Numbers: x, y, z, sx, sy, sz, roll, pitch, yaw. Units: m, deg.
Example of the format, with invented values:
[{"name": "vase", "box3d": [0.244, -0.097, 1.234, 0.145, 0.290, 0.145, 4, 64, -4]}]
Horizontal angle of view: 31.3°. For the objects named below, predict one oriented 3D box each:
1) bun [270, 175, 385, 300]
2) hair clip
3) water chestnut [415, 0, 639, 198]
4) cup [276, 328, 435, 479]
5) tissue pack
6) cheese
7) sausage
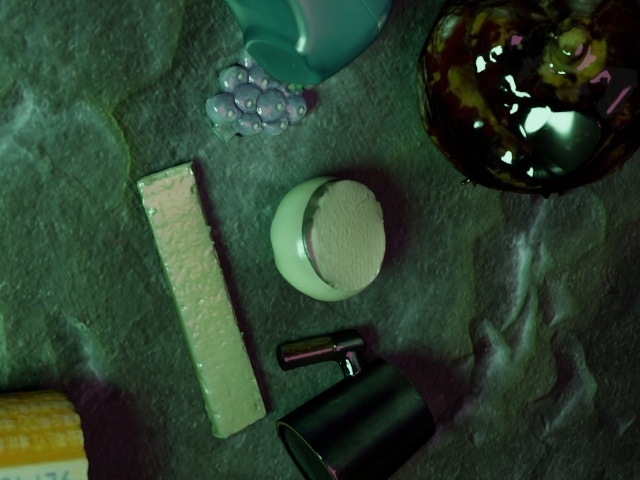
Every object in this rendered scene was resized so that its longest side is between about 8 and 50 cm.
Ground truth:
[{"name": "bun", "box3d": [0.000, 0.000, 1.559, 0.173, 0.120, 0.172, 8, 79, -45]}, {"name": "hair clip", "box3d": [-0.071, -0.203, 1.515, 0.124, 0.052, 0.195, 46, 75, -23]}, {"name": "water chestnut", "box3d": [0.302, -0.213, 1.581, 0.335, 0.347, 0.335, 0, 91, 14]}, {"name": "cup", "box3d": [0.041, 0.246, 1.625, 0.177, 0.166, 0.239, -34, 118, -18]}, {"name": "tissue pack", "box3d": [-0.042, -0.350, 1.394, 0.206, 0.198, 0.287, -47, 114, -13]}, {"name": "cheese", "box3d": [-0.158, 0.089, 1.553, 0.085, 0.034, 0.400, -22, 112, -20]}, {"name": "sausage", "box3d": [-0.440, 0.301, 1.361, 0.287, 0.233, 0.233, -4, 106, -26]}]
